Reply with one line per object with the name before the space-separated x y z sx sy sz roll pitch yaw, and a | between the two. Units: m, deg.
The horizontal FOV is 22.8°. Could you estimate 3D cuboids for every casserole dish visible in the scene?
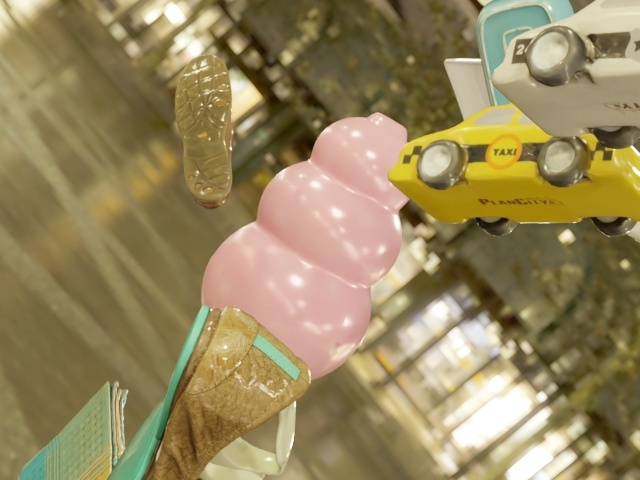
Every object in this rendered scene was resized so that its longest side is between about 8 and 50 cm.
casserole dish | 0.226 -0.184 1.712 0.037 0.114 0.188 -24 103 -62

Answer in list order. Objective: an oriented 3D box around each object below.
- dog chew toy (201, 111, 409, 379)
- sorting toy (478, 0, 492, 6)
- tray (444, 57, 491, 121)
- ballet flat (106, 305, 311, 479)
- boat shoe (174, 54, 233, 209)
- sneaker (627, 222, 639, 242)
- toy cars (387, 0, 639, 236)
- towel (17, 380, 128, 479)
dog chew toy | 0.000 0.000 1.885 0.206 0.332 0.206 29 8 -4
sorting toy | 0.192 -0.313 1.835 0.045 0.075 0.083 -1 -36 42
tray | 0.308 -0.197 2.109 0.270 0.030 0.145 5 -33 25
ballet flat | -0.091 0.169 1.322 0.124 0.116 0.342 26 -39 -5
boat shoe | -0.128 -0.119 1.770 0.060 0.064 0.178 94 -7 -71
sneaker | 0.324 -0.069 1.485 0.061 0.152 0.053 20 13 -38
toy cars | 0.175 -0.086 1.009 0.176 0.087 0.393 16 -18 -11
towel | -0.360 0.416 2.280 0.040 0.271 0.370 28 34 -30
